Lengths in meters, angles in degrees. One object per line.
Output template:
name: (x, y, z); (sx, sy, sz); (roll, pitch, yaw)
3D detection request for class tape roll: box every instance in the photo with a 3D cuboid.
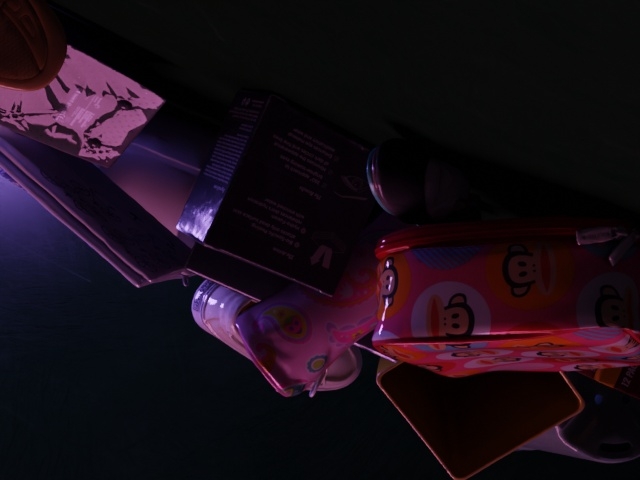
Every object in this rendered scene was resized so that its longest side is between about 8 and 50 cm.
tape roll: (-0.258, -0.092, 1.513); (0.169, 0.246, 0.246); (23, 179, 14)

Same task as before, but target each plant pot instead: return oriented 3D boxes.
plant pot: (0.216, 0.173, 1.250); (0.212, 0.212, 0.187); (52, -168, -17)
plant pot: (0.421, 0.234, 1.525); (0.341, 0.341, 0.334); (24, 172, -16)

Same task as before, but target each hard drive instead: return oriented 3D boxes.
hard drive: (-0.306, -0.180, 0.920); (0.255, 0.054, 0.172); (25, 142, -26)

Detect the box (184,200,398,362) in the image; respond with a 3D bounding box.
box: (0.000, 0.000, 1.244); (0.294, 0.212, 0.395); (24, 179, -1)

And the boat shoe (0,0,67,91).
boat shoe: (-0.327, -0.215, 0.709); (0.277, 0.098, 0.096); (33, 179, -6)

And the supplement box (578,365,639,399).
supplement box: (0.449, 0.152, 1.171); (0.194, 0.129, 0.191); (23, 180, -4)

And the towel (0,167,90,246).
towel: (-0.457, -0.122, 1.336); (0.243, 0.040, 0.336); (54, 177, 21)

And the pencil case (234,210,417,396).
pencil case: (0.044, 0.057, 0.977); (0.124, 0.284, 0.124); (55, 179, 2)

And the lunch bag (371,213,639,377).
lunch bag: (0.205, 0.059, 0.770); (0.258, 0.120, 0.293); (-4, 166, 26)

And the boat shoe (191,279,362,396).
boat shoe: (-0.027, 0.165, 1.384); (0.156, 0.135, 0.367); (19, 167, 48)

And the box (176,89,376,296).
box: (-0.036, -0.048, 0.875); (0.156, 0.158, 0.093); (25, 179, -30)

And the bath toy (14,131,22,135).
bath toy: (-0.390, -0.221, 1.151); (0.129, 0.151, 0.348); (-5, -167, -20)

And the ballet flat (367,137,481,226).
ballet flat: (0.103, -0.041, 0.765); (0.074, 0.074, 0.203); (23, 175, 25)

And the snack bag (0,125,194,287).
snack bag: (-0.301, -0.051, 1.199); (0.323, 0.037, 0.342); (40, -175, 6)
